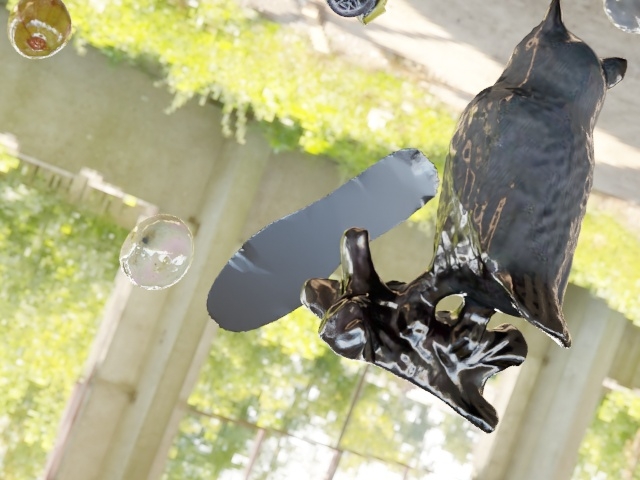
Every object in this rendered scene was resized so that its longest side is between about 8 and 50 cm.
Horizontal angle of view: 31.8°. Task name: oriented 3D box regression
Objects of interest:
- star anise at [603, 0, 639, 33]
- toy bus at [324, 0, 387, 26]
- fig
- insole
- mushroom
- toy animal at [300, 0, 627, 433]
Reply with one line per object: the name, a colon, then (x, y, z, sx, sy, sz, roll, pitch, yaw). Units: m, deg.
star anise: (0.155, -0.223, 0.526, 0.139, 0.315, 0.359, -10, 166, -24)
toy bus: (-0.002, -0.377, 1.094, 0.331, 0.151, 0.145, 54, -177, -38)
fig: (-0.216, -0.178, 0.867, 0.050, 0.083, 0.050, -5, 144, -3)
insole: (0.000, 0.000, 0.776, 0.064, 0.188, 0.004, 53, -175, -20)
mushroom: (-0.174, 0.011, 1.191, 0.084, 0.083, 0.067, 24, -167, -48)
toy animal: (0.090, -0.021, 0.531, 0.121, 0.210, 0.117, 30, 176, -24)
